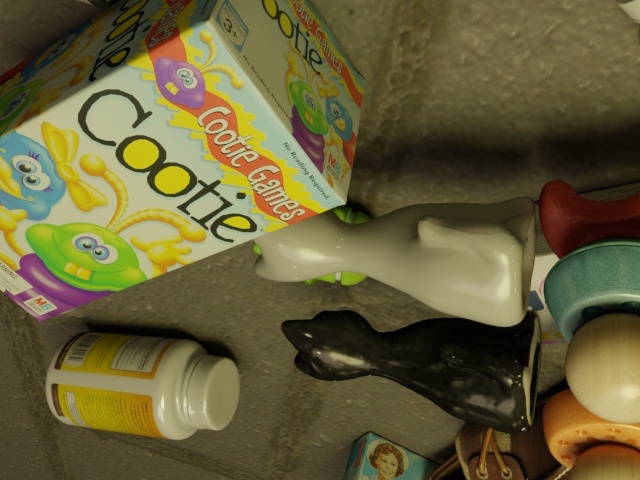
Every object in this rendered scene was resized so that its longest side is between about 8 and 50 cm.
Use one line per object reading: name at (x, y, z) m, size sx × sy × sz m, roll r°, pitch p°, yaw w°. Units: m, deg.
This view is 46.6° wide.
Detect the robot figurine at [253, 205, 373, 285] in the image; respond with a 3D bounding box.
robot figurine at (0.000, 0.000, 0.641) m, size 0.115 × 0.067 × 0.101 m, roll 13°, pitch 154°, yaw 6°

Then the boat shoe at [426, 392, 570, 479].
boat shoe at (0.203, 0.238, 0.798) m, size 0.123 × 0.123 × 0.342 m, roll 20°, pitch 147°, yaw -2°

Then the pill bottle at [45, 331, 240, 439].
pill bottle at (-0.210, 0.174, 0.892) m, size 0.215 × 0.117 × 0.117 m, roll 2°, pitch 138°, yaw 22°

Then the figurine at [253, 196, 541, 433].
figurine at (0.052, 0.049, 0.561) m, size 0.209 × 0.092 × 0.215 m, roll 4°, pitch 138°, yaw 22°

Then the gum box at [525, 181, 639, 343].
gum box at (0.213, 0.022, 0.581) m, size 0.188 × 0.062 × 0.107 m, roll -12°, pitch 131°, yaw 32°

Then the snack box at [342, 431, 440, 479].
snack box at (0.167, 0.398, 0.940) m, size 0.322 × 0.187 × 0.060 m, roll 27°, pitch 140°, yaw -10°

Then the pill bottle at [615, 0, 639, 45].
pill bottle at (0.223, -0.115, 0.417) m, size 0.116 × 0.065 × 0.065 m, roll 35°, pitch 139°, yaw -18°

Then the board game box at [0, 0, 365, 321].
board game box at (-0.127, -0.071, 0.519) m, size 0.275 × 0.142 × 0.144 m, roll -21°, pitch 127°, yaw 26°

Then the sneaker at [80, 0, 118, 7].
sneaker at (-0.209, -0.241, 0.440) m, size 0.106 × 0.078 × 0.234 m, roll 1°, pitch 139°, yaw 18°

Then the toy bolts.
toy bolts at (0.229, 0.079, 0.464) m, size 0.218 × 0.158 × 0.228 m, roll -11°, pitch 131°, yaw 32°
